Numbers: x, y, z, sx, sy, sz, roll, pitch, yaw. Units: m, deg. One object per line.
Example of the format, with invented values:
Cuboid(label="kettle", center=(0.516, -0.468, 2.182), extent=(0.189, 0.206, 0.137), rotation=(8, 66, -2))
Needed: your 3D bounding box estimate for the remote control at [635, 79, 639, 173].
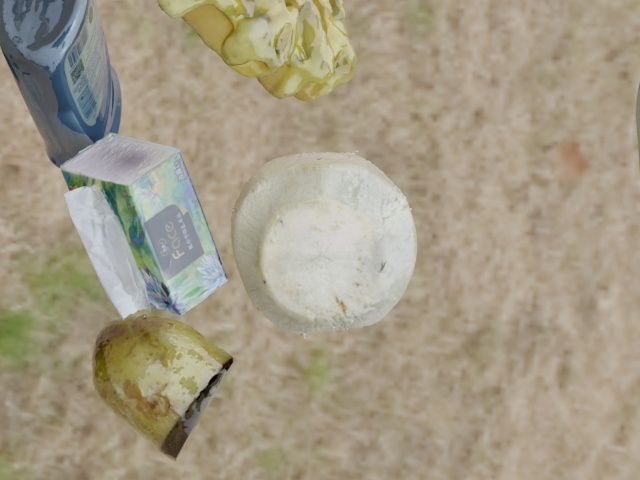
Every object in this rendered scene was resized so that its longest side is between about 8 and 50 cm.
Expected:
Cuboid(label="remote control", center=(0.139, -0.065, 0.594), extent=(0.061, 0.029, 0.162), rotation=(-23, 109, -71))

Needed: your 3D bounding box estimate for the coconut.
Cuboid(label="coconut", center=(0.003, -0.001, 1.276), extent=(0.162, 0.161, 0.161), rotation=(-88, 174, -74))

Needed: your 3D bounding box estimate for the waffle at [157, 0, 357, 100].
Cuboid(label="waffle", center=(-0.061, -0.187, 0.774), extent=(0.253, 0.056, 0.249), rotation=(12, 52, -65))

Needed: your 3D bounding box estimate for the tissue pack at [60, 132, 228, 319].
Cuboid(label="tissue pack", center=(-0.131, -0.006, 1.050), extent=(0.079, 0.085, 0.111), rotation=(-39, 125, -32))

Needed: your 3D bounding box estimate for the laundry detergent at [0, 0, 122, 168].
Cuboid(label="laundry detergent", center=(-0.179, -0.113, 1.061), extent=(0.206, 0.061, 0.096), rotation=(86, 3, -64))

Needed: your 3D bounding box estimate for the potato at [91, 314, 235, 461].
Cuboid(label="potato", center=(-0.127, 0.097, 1.113), extent=(0.096, 0.103, 0.066), rotation=(-61, 176, -20))
